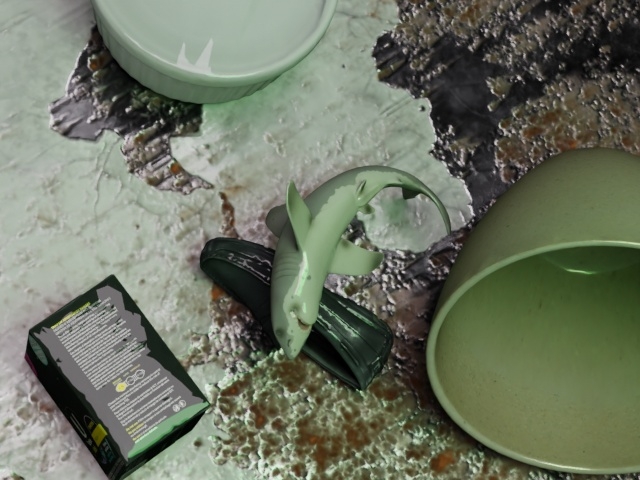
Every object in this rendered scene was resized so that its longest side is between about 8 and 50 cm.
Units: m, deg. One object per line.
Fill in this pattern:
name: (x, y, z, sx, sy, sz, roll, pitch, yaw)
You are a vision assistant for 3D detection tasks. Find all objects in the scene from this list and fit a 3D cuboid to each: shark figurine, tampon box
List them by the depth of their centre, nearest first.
tampon box: (-0.202, 0.137, 1.519, 0.101, 0.120, 0.161, -34, 82, -21)
shark figurine: (0.009, -0.027, 1.580, 0.278, 0.116, 0.166, -41, 121, -36)

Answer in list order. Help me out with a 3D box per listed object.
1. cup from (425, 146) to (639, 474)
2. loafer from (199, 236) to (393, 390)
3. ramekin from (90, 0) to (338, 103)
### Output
cup: (0.280, 0.044, 1.584, 0.331, 0.331, 0.237, 17, 43, -7)
loafer: (-0.030, 0.074, 1.602, 0.223, 0.076, 0.078, 32, 59, -5)
ramekin: (-0.122, -0.270, 1.668, 0.273, 0.127, 0.273, 4, 71, -11)
